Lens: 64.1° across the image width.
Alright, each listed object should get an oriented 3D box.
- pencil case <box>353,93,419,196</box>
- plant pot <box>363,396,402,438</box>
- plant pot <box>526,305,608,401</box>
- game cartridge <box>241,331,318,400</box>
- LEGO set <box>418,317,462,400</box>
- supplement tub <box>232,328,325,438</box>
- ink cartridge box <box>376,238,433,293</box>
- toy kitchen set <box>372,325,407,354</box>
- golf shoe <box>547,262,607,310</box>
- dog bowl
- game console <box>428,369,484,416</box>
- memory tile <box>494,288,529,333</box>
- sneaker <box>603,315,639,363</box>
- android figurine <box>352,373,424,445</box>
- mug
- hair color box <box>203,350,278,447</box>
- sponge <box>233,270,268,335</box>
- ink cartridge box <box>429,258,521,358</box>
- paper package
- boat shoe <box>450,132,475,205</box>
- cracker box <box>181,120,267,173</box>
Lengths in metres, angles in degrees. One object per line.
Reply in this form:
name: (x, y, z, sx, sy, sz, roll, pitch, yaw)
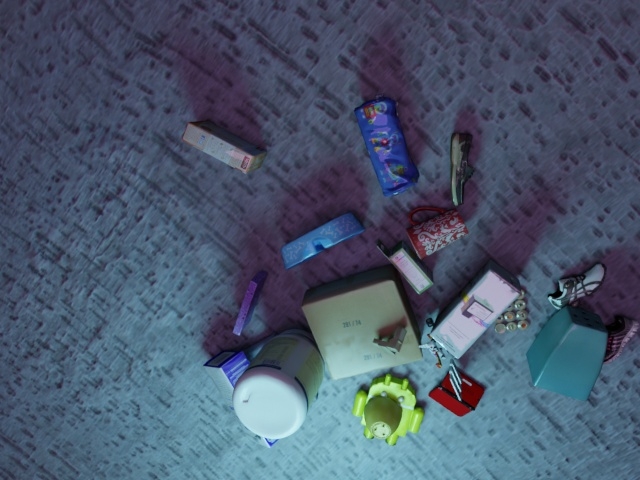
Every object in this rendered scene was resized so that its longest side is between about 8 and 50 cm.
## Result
pencil case: (0.208, -0.291, 1.565, 0.133, 0.119, 0.306, -18, 101, 12)
plant pot: (0.210, 0.624, 1.757, 0.134, 0.095, 0.134, 3, 107, 11)
plant pot: (0.772, 0.334, 1.577, 0.165, 0.165, 0.234, 17, 117, 6)
game cartridge: (-0.145, 0.491, 1.869, 0.196, 0.060, 0.294, -32, 97, 12)
LEGO set: (0.390, 0.381, 1.667, 0.060, 0.182, 0.244, -24, 91, 18)
supplement tub: (-0.118, 0.446, 1.647, 0.235, 0.325, 0.236, 4, 107, 15)
ink cartridge box: (0.274, 0.064, 1.650, 0.062, 0.109, 0.209, -41, 94, 17)
toy kitchen set: (0.223, 0.310, 1.596, 0.083, 0.075, 0.068, 6, 152, 41)
golf shoe: (0.797, 0.138, 1.590, 0.093, 0.077, 0.198, 36, 107, 0)
dog bowl: (0.000, 0.000, 1.663, 0.297, 0.166, 0.074, -27, 86, 16)
game console: (0.473, 0.530, 1.784, 0.144, 0.085, 0.124, 34, 77, 0)
memory tile: (0.621, 0.232, 1.680, 0.113, 0.012, 0.148, -9, 103, 13)
sneaker: (0.924, 0.309, 1.619, 0.074, 0.063, 0.170, 30, 103, 1)
android figurine: (0.243, 0.599, 1.824, 0.248, 0.056, 0.273, 16, 108, 6)
mug: (0.361, -0.040, 1.609, 0.169, 0.113, 0.150, -26, 100, 12)
hair color box: (-0.268, 0.562, 1.836, 0.185, 0.110, 0.339, -16, 104, 57)
sponge: (-0.245, 0.214, 1.780, 0.031, 0.117, 0.210, 24, 108, 5)
ink cartridge box: (0.483, 0.206, 1.594, 0.117, 0.201, 0.278, 41, 108, 10)
paper package: (0.143, 0.274, 1.699, 0.324, 0.168, 0.310, -19, 102, 14)
boat shoe: (0.435, -0.217, 1.563, 0.073, 0.080, 0.224, -1, 100, 16)
cracker box: (-0.303, -0.302, 1.637, 0.232, 0.156, 0.067, 27, 108, 3)
